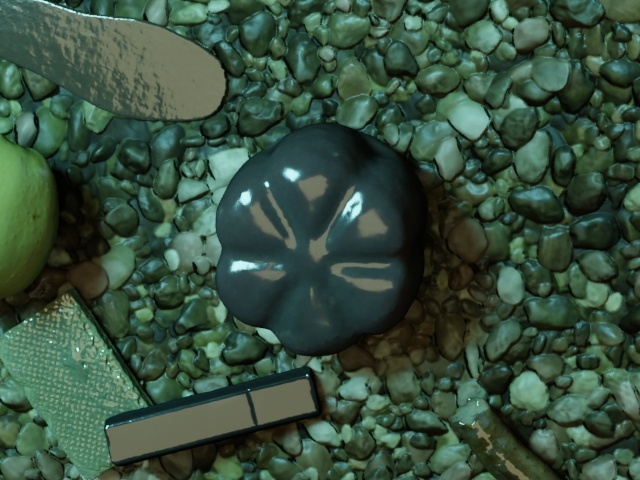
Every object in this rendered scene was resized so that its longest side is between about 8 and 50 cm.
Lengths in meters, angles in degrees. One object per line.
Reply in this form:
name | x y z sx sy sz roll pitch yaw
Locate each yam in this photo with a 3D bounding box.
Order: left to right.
yam | 0.238 0.271 1.640 0.057 0.057 0.241 -42 91 13

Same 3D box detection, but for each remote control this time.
remote control | -0.121 0.199 1.673 0.245 0.025 0.063 -15 94 -1

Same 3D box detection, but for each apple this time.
apple | -0.375 -0.025 1.612 0.200 0.200 0.200 1 100 8

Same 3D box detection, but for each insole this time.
insole | -0.260 -0.210 1.650 0.327 0.007 0.111 20 101 4

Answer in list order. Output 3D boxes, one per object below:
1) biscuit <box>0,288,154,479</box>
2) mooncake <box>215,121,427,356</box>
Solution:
biscuit | -0.275 0.167 1.702 0.121 0.040 0.199 -33 95 11
mooncake | 0.000 0.000 1.591 0.244 0.133 0.245 3 107 10
